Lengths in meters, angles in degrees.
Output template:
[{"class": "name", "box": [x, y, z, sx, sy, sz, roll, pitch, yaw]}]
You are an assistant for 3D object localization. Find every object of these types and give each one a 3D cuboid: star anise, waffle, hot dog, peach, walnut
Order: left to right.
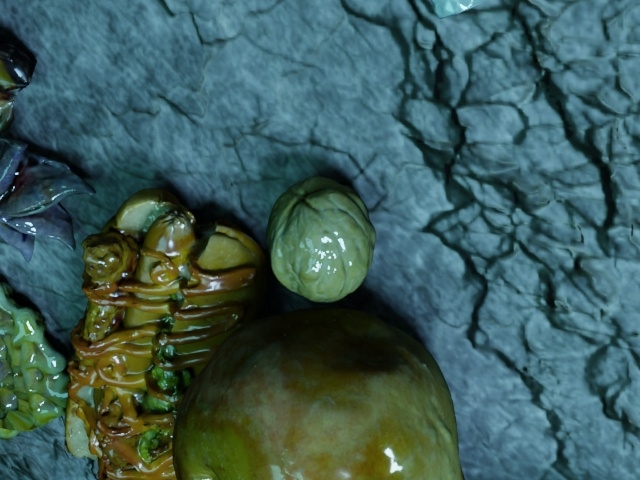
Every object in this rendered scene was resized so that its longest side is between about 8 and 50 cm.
[{"class": "star anise", "box": [-0.292, -0.047, 0.934, 0.204, 0.061, 0.180, -19, 141, 39]}, {"class": "waffle", "box": [-0.343, 0.111, 1.104, 0.223, 0.054, 0.204, -29, 100, 44]}, {"class": "hot dog", "box": [-0.144, 0.114, 0.923, 0.158, 0.117, 0.349, 31, 132, 13]}, {"class": "walnut", "box": [0.000, 0.000, 0.772, 0.092, 0.092, 0.092, 18, 128, 25]}, {"class": "peach", "box": [0.005, 0.167, 0.770, 0.214, 0.235, 0.214, -9, 142, -7]}]

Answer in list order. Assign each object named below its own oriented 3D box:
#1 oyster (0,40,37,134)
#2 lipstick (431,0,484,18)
[{"class": "oyster", "box": [-0.404, -0.138, 0.929, 0.361, 0.096, 0.221, -13, 146, 44]}, {"class": "lipstick", "box": [0.064, -0.189, 0.633, 0.037, 0.037, 0.116, -12, 108, 39]}]
